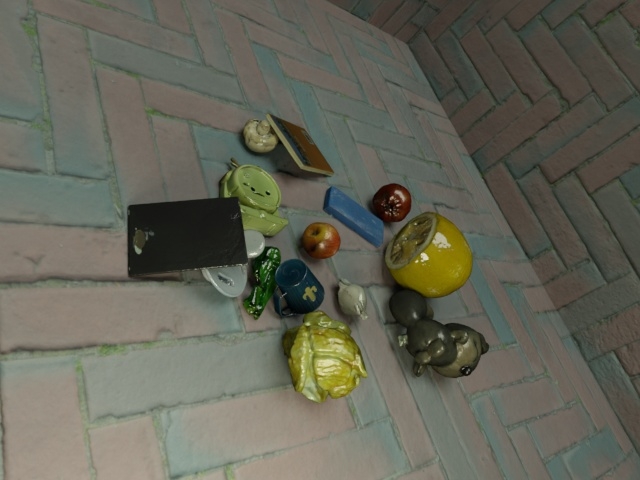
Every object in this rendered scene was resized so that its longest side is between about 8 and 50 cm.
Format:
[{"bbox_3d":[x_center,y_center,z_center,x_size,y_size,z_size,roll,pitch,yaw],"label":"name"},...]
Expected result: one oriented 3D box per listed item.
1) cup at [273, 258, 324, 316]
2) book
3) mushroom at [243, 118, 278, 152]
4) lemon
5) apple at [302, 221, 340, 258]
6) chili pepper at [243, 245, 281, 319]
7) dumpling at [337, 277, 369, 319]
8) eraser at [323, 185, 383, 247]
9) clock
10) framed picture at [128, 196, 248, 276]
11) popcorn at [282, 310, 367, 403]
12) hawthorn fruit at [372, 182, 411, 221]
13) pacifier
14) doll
[{"bbox_3d":[-0.084,0.158,1.688,0.131,0.176,0.155,30,-22,36],"label":"cup"},{"bbox_3d":[-0.076,-0.395,2.217,0.263,0.028,0.374,58,19,10],"label":"book"},{"bbox_3d":[-0.236,-0.420,2.081,0.154,0.122,0.154,17,47,-19],"label":"mushroom"},{"bbox_3d":[0.475,0.085,2.211,0.364,0.364,0.364,28,41,-28],"label":"lemon"},{"bbox_3d":[0.000,0.000,1.938,0.146,0.146,0.147,28,41,-28],"label":"apple"},{"bbox_3d":[-0.183,0.130,1.683,0.099,0.083,0.253,47,39,-37],"label":"chili pepper"},{"bbox_3d":[0.123,0.219,1.920,0.188,0.108,0.127,58,8,34],"label":"dumpling"},{"bbox_3d":[0.150,-0.104,2.277,0.311,0.042,0.144,34,39,-21],"label":"eraser"},{"bbox_3d":[-0.243,-0.172,1.874,0.235,0.096,0.308,15,47,-38],"label":"clock"},{"bbox_3d":[-0.382,-0.018,1.518,0.323,0.013,0.244,-6,57,-12],"label":"framed picture"},{"bbox_3d":[0.009,0.349,1.589,0.225,0.276,0.277,-9,59,-9],"label":"popcorn"},{"bbox_3d":[0.343,-0.179,2.439,0.185,0.185,0.202,52,32,3],"label":"hawthorn fruit"},{"bbox_3d":[-0.254,0.031,1.594,0.227,0.207,0.279,35,35,-49],"label":"pacifier"},{"bbox_3d":[0.471,0.356,2.049,0.382,0.252,0.379,24,43,-41],"label":"doll"}]
